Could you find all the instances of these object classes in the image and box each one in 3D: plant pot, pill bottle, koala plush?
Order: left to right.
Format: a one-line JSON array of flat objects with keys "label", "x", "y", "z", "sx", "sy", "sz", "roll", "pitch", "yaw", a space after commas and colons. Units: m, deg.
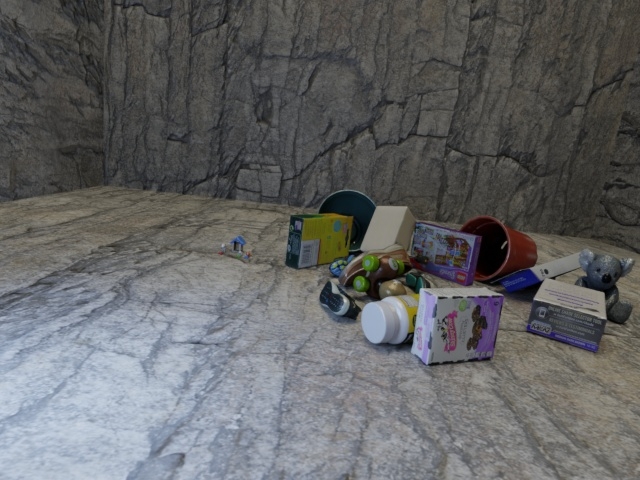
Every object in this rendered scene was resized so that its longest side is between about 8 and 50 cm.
[{"label": "plant pot", "x": 0.123, "y": -0.069, "z": 1.982, "sx": 0.293, "sy": 0.293, "sz": 0.196, "roll": 6, "pitch": -14, "yaw": -2}, {"label": "pill bottle", "x": 0.215, "y": 0.198, "z": 1.058, "sx": 0.208, "sy": 0.119, "sz": 0.119, "roll": -1, "pitch": 14, "yaw": -30}, {"label": "plant pot", "x": 0.772, "y": 0.049, "z": 1.799, "sx": 0.265, "sy": 0.272, "sz": 0.272, "roll": 9, "pitch": 9, "yaw": -32}, {"label": "koala plush", "x": 0.996, "y": 0.147, "z": 1.487, "sx": 0.196, "sy": 0.221, "sz": 0.203, "roll": 12, "pitch": 13, "yaw": 24}]

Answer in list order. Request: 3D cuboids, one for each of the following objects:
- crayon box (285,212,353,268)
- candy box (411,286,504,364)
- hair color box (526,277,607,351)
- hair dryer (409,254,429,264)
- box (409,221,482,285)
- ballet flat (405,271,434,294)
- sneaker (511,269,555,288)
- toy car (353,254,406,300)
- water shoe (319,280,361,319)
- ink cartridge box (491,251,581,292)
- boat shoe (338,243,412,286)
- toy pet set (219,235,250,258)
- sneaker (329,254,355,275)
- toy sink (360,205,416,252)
[{"label": "crayon box", "x": 0.002, "y": -0.005, "z": 1.709, "sx": 0.081, "sy": 0.202, "sz": 0.318, "roll": 17, "pitch": 14, "yaw": 40}, {"label": "candy box", "x": 0.327, "y": 0.201, "z": 0.996, "sx": 0.196, "sy": 0.165, "sz": 0.070, "roll": 1, "pitch": 11, "yaw": -21}, {"label": "hair color box", "x": 0.776, "y": 0.219, "z": 1.307, "sx": 0.185, "sy": 0.110, "sz": 0.339, "roll": 16, "pitch": 13, "yaw": 32}, {"label": "hair dryer", "x": 0.285, "y": 0.103, "z": 1.732, "sx": 0.293, "sy": 0.080, "sz": 0.223, "roll": 2, "pitch": -6, "yaw": -41}, {"label": "box", "x": 0.510, "y": 0.048, "z": 1.734, "sx": 0.057, "sy": 0.201, "sz": 0.293, "roll": -3, "pitch": 16, "yaw": -40}, {"label": "ballet flat", "x": 0.360, "y": 0.156, "z": 1.468, "sx": 0.074, "sy": 0.074, "sz": 0.203, "roll": 6, "pitch": 10, "yaw": -5}, {"label": "sneaker", "x": 0.875, "y": 0.163, "z": 1.740, "sx": 0.211, "sy": 0.080, "sz": 0.081, "roll": 5, "pitch": -7, "yaw": -20}, {"label": "toy car", "x": 0.229, "y": 0.144, "z": 1.312, "sx": 0.155, "sy": 0.149, "sz": 0.188, "roll": 10, "pitch": 18, "yaw": -39}, {"label": "water shoe", "x": 0.055, "y": 0.182, "z": 1.221, "sx": 0.080, "sy": 0.073, "sz": 0.203, "roll": 31, "pitch": 4, "yaw": -18}, {"label": "ink cartridge box", "x": 0.834, "y": 0.130, "z": 1.592, "sx": 0.332, "sy": 0.065, "sz": 0.165, "roll": -11, "pitch": -17, "yaw": -23}, {"label": "boat shoe", "x": 0.211, "y": 0.104, "z": 1.502, "sx": 0.324, "sy": 0.123, "sz": 0.116, "roll": -18, "pitch": 57, "yaw": -32}, {"label": "toy pet set", "x": -0.340, "y": 0.022, "z": 1.710, "sx": 0.122, "sy": 0.065, "sz": 0.114, "roll": 8, "pitch": 12, "yaw": 5}, {"label": "sneaker", "x": 0.078, "y": 0.100, "z": 1.616, "sx": 0.078, "sy": 0.067, "sz": 0.188, "roll": -11, "pitch": 5, "yaw": 26}, {"label": "toy sink", "x": 0.298, "y": -0.019, "z": 1.805, "sx": 0.152, "sy": 0.234, "sz": 0.131, "roll": 4, "pitch": -29, "yaw": 38}]
